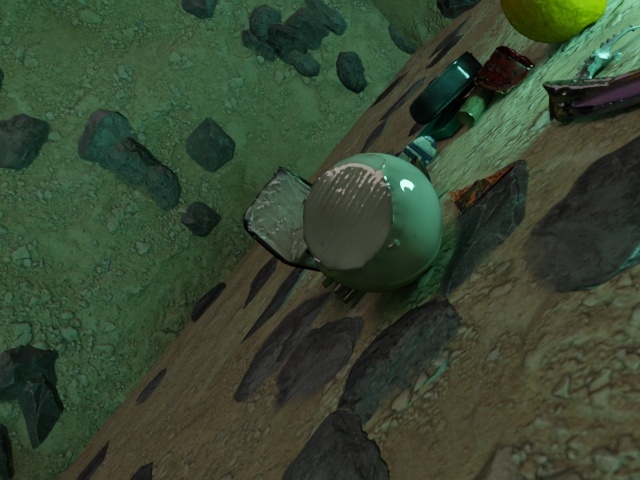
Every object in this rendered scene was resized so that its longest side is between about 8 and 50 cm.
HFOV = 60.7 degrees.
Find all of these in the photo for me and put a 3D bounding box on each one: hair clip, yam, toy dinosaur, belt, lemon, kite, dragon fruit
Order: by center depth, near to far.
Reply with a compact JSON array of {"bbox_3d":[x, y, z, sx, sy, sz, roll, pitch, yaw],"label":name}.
[{"bbox_3d":[0.557,-0.289,1.004,0.110,0.096,0.358,-14,7,-26],"label":"hair clip"},{"bbox_3d":[0.612,-0.399,1.192,0.209,0.039,0.082,-43,11,15],"label":"toy dinosaur"},{"bbox_3d":[0.341,-0.101,1.240,0.125,0.008,0.222,-54,14,-28],"label":"kite"},{"bbox_3d":[0.626,-0.674,1.467,0.293,0.293,0.293,-44,13,13],"label":"lemon"},{"bbox_3d":[0.543,-0.500,1.616,0.127,0.120,0.161,-55,-5,37],"label":"dragon fruit"},{"bbox_3d":[0.472,-0.415,1.650,0.169,0.068,0.068,-54,14,-24],"label":"yam"},{"bbox_3d":[0.403,-0.478,1.753,0.267,0.116,0.206,-43,-1,20],"label":"belt"}]

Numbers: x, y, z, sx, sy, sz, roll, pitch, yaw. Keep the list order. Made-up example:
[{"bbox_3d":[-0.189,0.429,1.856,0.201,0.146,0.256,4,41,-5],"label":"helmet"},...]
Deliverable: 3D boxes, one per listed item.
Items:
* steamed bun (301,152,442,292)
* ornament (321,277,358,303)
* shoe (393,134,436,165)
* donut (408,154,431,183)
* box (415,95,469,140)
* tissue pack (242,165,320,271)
[{"bbox_3d":[0.131,-0.032,1.177,0.309,0.309,0.309,-44,13,13],"label":"steamed bun"},{"bbox_3d":[0.109,0.049,1.427,0.245,0.061,0.230,-44,9,-9],"label":"ornament"},{"bbox_3d":[0.284,-0.266,1.747,0.207,0.091,0.106,-41,19,40],"label":"shoe"},{"bbox_3d":[0.208,-0.119,1.456,0.217,0.141,0.085,-32,8,25],"label":"donut"},{"bbox_3d":[0.422,-0.400,1.821,0.161,0.042,0.226,-49,12,-7],"label":"box"},{"bbox_3d":[-0.025,-0.032,1.477,0.198,0.210,0.370,-55,-19,5],"label":"tissue pack"}]
